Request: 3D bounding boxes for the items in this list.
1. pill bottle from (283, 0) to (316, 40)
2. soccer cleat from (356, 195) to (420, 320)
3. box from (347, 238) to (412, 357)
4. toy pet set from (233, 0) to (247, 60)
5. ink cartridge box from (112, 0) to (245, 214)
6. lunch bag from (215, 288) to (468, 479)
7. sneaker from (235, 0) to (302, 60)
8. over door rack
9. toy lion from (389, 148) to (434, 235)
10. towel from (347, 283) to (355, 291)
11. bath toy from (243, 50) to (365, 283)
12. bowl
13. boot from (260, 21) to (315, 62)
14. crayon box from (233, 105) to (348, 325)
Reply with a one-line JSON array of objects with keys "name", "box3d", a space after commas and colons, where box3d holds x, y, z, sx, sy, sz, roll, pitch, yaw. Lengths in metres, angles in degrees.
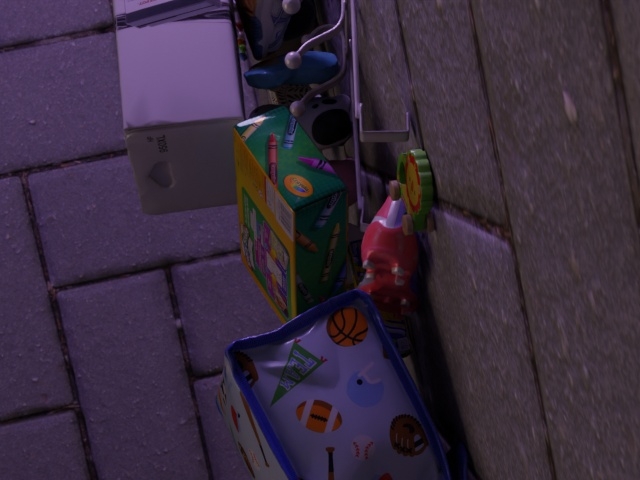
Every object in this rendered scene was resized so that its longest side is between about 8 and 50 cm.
[{"name": "pill bottle", "box3d": [-0.074, -0.408, 2.074, 0.123, 0.122, 0.219, 85, 172, -52]}, {"name": "soccer cleat", "box3d": [0.089, 0.027, 1.674, 0.248, 0.083, 0.095, 79, -153, -70]}, {"name": "box", "box3d": [0.081, 0.082, 1.903, 0.059, 0.054, 0.169, 105, 153, -78]}, {"name": "toy pet set", "box3d": [-0.130, -0.370, 2.204, 0.114, 0.065, 0.122, 53, 169, 13]}, {"name": "ink cartridge box", "box3d": [-0.200, -0.271, 1.954, 0.285, 0.166, 0.395, 90, 173, -69]}, {"name": "lunch bag", "box3d": [0.046, 0.292, 1.722, 0.386, 0.238, 0.328, 63, 169, 14]}, {"name": "sneaker", "box3d": [-0.046, -0.348, 1.866, 0.296, 0.130, 0.112, 101, 149, -67]}, {"name": "over door rack", "box3d": [0.019, -0.192, 1.664, 0.239, 0.108, 0.324, 86, 170, -63]}, {"name": "toy lion", "box3d": [0.103, -0.062, 1.501, 0.100, 0.034, 0.096, -108, 15, -49]}, {"name": "towel", "box3d": [0.000, 0.000, 2.117, 0.237, 0.021, 0.102, 39, -143, -51]}, {"name": "bath toy", "box3d": [-0.018, -0.087, 1.958, 0.129, 0.151, 0.348, -42, -57, -57]}, {"name": "bowl", "box3d": [-0.029, -0.201, 2.258, 0.170, 0.080, 0.170, 164, 90, -87]}, {"name": "boot", "box3d": [-0.056, -0.338, 2.266, 0.211, 0.104, 0.295, 75, -177, -64]}, {"name": "crayon box", "box3d": [-0.038, -0.016, 1.789, 0.165, 0.081, 0.278, 54, 158, 34]}]
